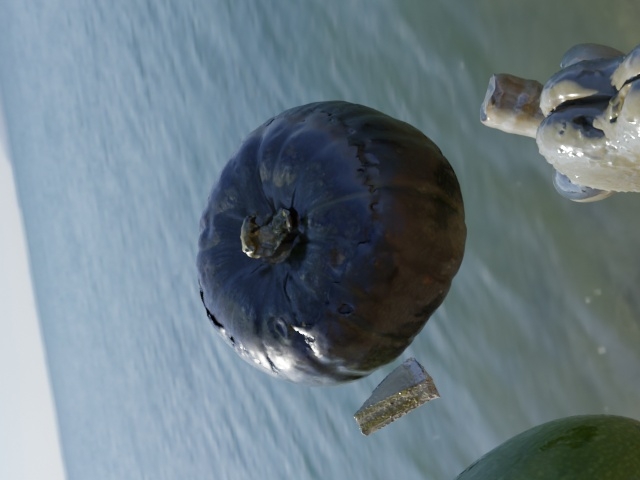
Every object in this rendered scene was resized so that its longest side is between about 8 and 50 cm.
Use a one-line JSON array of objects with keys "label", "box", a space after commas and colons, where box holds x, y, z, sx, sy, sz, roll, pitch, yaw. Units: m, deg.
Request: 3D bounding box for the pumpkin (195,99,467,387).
[{"label": "pumpkin", "box": [-0.001, -0.002, 0.799, 0.238, 0.159, 0.238, -15, 65, 34]}]

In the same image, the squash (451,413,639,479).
[{"label": "squash", "box": [0.244, 0.291, 0.990, 0.310, 0.309, 0.310, 30, 153, 17]}]

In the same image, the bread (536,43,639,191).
[{"label": "bread", "box": [0.343, -0.097, 0.802, 0.183, 0.337, 0.102, 37, -119, -68]}]

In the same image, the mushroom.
[{"label": "mushroom", "box": [0.320, -0.146, 1.250, 0.206, 0.209, 0.206, 170, 90, -75]}]

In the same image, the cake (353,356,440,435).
[{"label": "cake", "box": [0.100, 0.217, 1.342, 0.052, 0.121, 0.065, 53, 170, -33]}]
